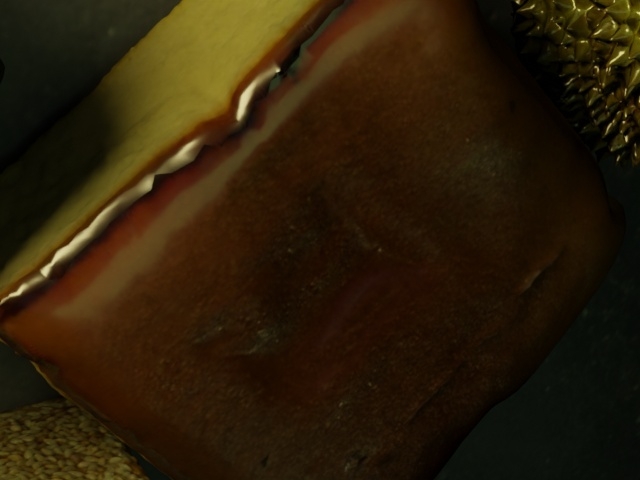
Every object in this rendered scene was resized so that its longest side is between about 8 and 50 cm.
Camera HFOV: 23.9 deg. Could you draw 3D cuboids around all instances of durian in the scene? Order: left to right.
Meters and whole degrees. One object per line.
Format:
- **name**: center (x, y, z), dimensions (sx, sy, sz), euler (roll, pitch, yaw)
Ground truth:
- **durian**: center (0.201, -0.111, 0.949), dimensions (0.138, 0.237, 0.193), euler (-18, 135, 18)

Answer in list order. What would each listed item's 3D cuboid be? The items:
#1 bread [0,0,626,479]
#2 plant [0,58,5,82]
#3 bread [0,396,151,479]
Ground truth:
- **bread**: center (0.000, 0.000, 0.907), dimensions (0.323, 0.143, 0.333), euler (-47, 132, -3)
- **plant**: center (-0.227, -0.082, 0.717), dimensions (0.132, 0.129, 0.194), euler (-5, 120, -35)
- **bread**: center (-0.204, 0.185, 0.840), dimensions (0.234, 0.184, 0.110), euler (-11, 114, -29)
